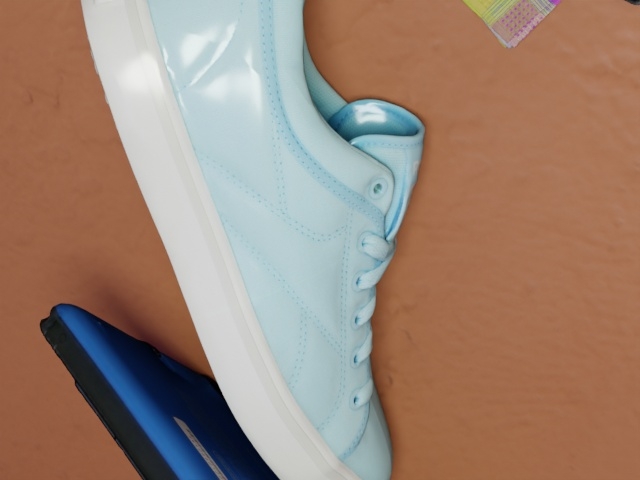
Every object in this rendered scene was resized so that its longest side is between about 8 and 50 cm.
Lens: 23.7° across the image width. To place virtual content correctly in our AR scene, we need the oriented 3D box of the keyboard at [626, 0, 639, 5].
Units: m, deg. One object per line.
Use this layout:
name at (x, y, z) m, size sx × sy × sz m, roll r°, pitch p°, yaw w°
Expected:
keyboard at (0.106, -0.205, 0.714) m, size 0.317 × 0.033 × 0.201 m, roll 24°, pitch 134°, yaw 30°

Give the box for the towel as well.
towel at (0.105, -0.146, 0.797) m, size 0.060 × 0.009 × 0.083 m, roll 46°, pitch 124°, yaw 1°

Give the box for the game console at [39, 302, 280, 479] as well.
game console at (-0.072, 0.215, 0.889) m, size 0.173 × 0.250 × 0.293 m, roll -47°, pitch 52°, yaw 4°

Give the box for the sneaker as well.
sneaker at (0.000, 0.000, 0.852) m, size 0.150 × 0.135 × 0.366 m, roll -18°, pitch 118°, yaw 8°
